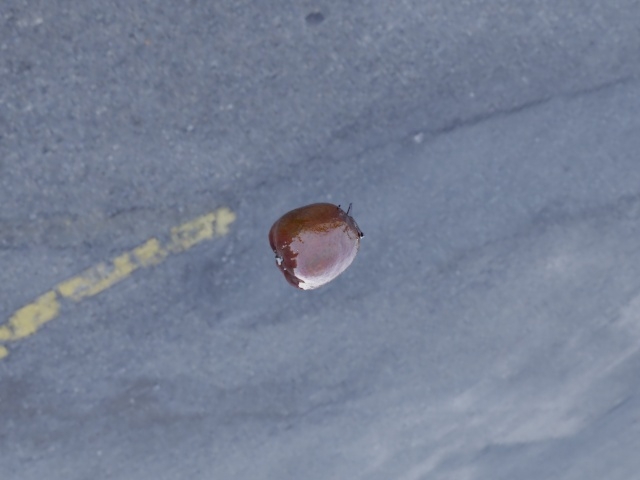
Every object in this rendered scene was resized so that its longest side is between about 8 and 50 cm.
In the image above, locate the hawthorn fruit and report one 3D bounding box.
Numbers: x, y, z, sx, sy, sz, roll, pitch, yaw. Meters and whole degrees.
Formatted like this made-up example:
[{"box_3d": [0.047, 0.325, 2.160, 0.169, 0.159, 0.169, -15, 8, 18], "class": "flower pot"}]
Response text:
[{"box_3d": [0.000, 0.000, 1.074, 0.093, 0.081, 0.081, -24, 152, -14], "class": "hawthorn fruit"}]
